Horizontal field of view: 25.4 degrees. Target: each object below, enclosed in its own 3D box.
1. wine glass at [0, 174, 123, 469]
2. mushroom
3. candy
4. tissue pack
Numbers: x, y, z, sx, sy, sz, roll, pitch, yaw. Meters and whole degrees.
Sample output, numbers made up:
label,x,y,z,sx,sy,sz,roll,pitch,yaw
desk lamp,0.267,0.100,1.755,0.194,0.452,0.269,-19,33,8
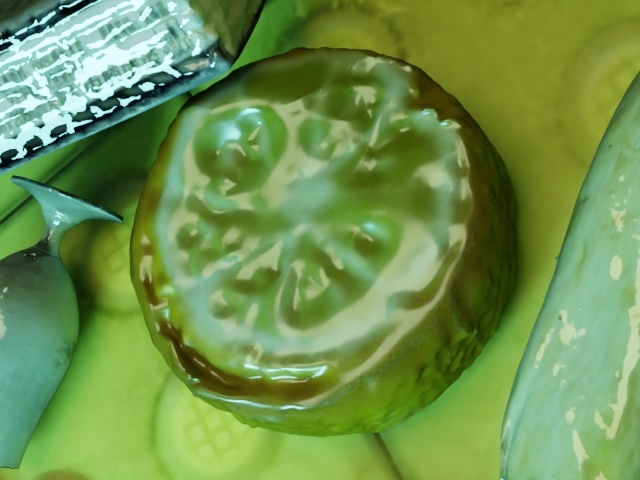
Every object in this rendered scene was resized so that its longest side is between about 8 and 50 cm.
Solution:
label,x,y,z,sx,sy,sz,roll,pitch,yaw
wine glass,-0.220,0.061,1.032,0.093,0.093,0.202,15,81,32
mushroom,0.188,0.009,0.822,0.100,0.081,0.312,20,87,39
candy,0.000,0.000,0.911,0.260,0.118,0.260,-8,72,25
tissue pack,-0.204,-0.152,1.024,0.361,0.122,0.259,-21,31,25
